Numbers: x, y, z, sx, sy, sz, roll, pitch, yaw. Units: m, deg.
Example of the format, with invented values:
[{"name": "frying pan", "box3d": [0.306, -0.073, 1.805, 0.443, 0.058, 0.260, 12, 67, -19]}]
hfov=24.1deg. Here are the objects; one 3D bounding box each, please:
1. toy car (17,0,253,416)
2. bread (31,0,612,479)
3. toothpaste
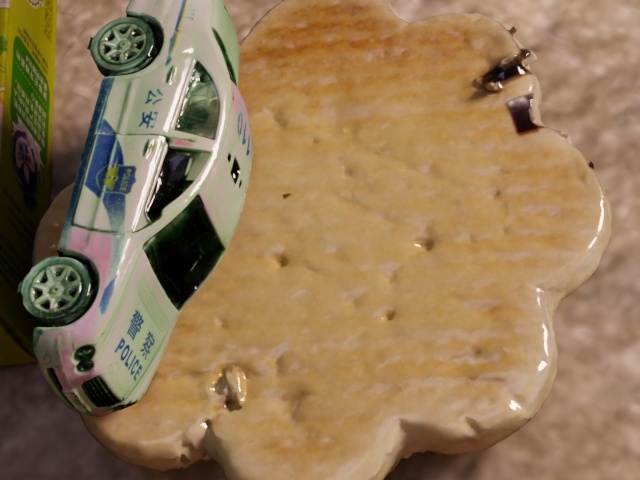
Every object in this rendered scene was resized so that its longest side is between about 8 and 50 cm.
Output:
[{"name": "toy car", "box3d": [-0.081, -0.022, 0.744, 0.076, 0.090, 0.224, 4, 63, 13]}, {"name": "bread", "box3d": [0.000, 0.000, 0.792, 0.316, 0.054, 0.316, -6, 61, 10]}, {"name": "toothpaste", "box3d": [-0.220, -0.079, 0.879, 0.110, 0.077, 0.328, -8, 60, 8]}]
